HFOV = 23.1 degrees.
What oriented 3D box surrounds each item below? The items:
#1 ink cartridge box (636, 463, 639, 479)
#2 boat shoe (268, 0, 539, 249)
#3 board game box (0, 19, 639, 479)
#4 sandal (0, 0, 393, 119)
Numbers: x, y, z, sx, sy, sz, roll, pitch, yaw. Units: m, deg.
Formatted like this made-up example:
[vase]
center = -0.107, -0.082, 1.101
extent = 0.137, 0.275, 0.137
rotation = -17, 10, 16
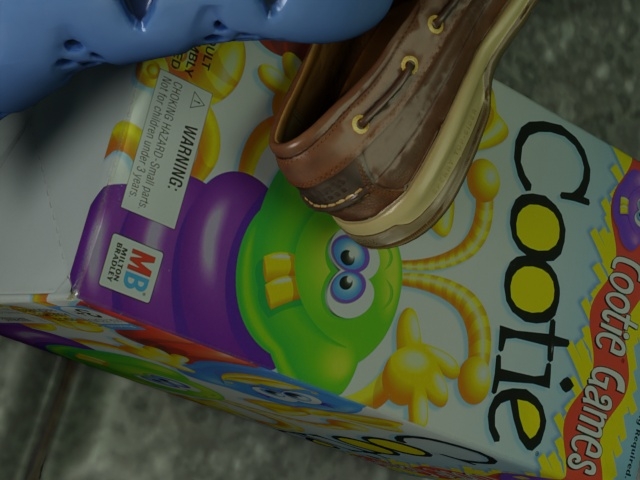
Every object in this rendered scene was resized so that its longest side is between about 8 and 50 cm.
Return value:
[ink cartridge box]
center = 0.179, 0.280, 0.770
extent = 0.223, 0.129, 0.307
rotation = -48, 116, -30
[boat shoe]
center = 0.033, -0.087, 0.529
extent = 0.060, 0.064, 0.178
rotation = 34, 68, -34
[board game box]
center = 0.000, 0.000, 0.629
extent = 0.275, 0.142, 0.144
rotation = 24, 74, -36
[sandal]
center = -0.132, -0.074, 0.478
extent = 0.126, 0.317, 0.138
rotation = -65, 155, -66
